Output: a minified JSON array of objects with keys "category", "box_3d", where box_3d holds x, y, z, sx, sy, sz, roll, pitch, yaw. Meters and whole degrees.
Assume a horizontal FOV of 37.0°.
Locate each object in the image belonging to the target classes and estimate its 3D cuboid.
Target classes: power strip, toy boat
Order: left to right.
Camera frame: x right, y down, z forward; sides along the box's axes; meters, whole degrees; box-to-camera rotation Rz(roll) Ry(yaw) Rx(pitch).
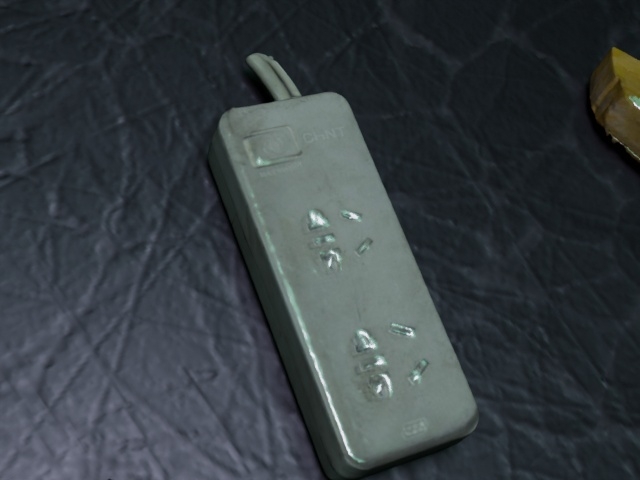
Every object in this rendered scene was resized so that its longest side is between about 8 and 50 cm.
[{"category":"power strip","box_3d":[0.000,0.000,0.594,0.093,0.053,0.288,-14,71,-22]},{"category":"toy boat","box_3d":[0.299,-0.064,0.711,0.226,0.068,0.088,39,55,7]}]

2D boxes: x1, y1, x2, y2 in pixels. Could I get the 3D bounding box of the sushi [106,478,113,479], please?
[{"category":"sushi","box_3d":[-0.040,0.226,0.372,0.212,0.227,0.215,25,65,-11]}]
